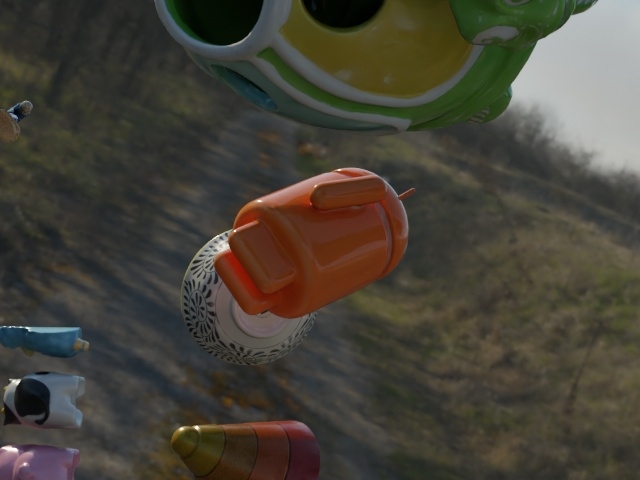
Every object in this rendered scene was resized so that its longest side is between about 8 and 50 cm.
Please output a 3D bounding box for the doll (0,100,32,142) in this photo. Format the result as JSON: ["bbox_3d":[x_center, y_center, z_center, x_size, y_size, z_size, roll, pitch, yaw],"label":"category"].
[{"bbox_3d":[-0.421,-0.139,1.518,0.046,0.129,0.189,63,-9,-13],"label":"doll"}]

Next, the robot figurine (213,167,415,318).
[{"bbox_3d":[0.001,-0.001,1.211,0.219,0.158,0.128,-23,32,-38],"label":"robot figurine"}]

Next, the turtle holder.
[{"bbox_3d":[0.032,-0.169,0.821,0.227,0.243,0.320,-11,48,-41],"label":"turtle holder"}]

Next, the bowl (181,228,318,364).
[{"bbox_3d":[-0.073,0.071,1.401,0.170,0.170,0.080,20,1,-16],"label":"bowl"}]

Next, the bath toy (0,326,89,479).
[{"bbox_3d":[-0.378,0.284,1.563,0.129,0.348,0.151,2,-15,-4],"label":"bath toy"}]

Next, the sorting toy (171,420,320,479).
[{"bbox_3d":[-0.081,0.294,1.017,0.126,0.127,0.365,32,39,-32],"label":"sorting toy"}]
